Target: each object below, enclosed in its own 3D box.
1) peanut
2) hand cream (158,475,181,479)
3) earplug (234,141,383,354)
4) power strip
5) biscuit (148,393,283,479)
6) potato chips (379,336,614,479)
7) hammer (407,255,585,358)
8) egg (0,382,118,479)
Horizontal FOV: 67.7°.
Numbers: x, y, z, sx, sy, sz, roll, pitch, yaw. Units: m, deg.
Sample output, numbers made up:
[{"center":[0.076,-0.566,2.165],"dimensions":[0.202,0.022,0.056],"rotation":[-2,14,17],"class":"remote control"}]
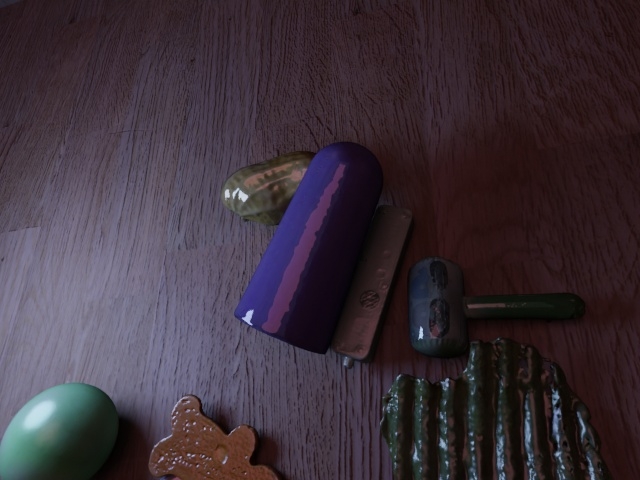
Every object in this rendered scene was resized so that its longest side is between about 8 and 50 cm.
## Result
[{"center":[-0.087,-0.139,1.211],"dimensions":[0.340,0.158,0.174],"rotation":[-19,44,8],"class":"peanut"},{"center":[-0.331,0.545,1.043],"dimensions":[0.174,0.047,0.076],"rotation":[-24,60,-3],"class":"hand cream"},{"center":[0.000,0.000,1.039],"dimensions":[0.215,0.215,0.456],"rotation":[20,83,27],"class":"earplug"},{"center":[0.120,0.101,1.074],"dimensions":[0.091,0.062,0.385],"rotation":[12,70,24],"class":"power strip"},{"center":[-0.212,0.484,1.015],"dimensions":[0.324,0.049,0.205],"rotation":[20,73,22],"class":"biscuit"},{"center":[0.311,0.386,0.844],"dimensions":[0.373,0.097,0.389],"rotation":[-25,62,7],"class":"potato chips"},{"center":[0.345,0.133,0.957],"dimensions":[0.336,0.119,0.206],"rotation":[-2,65,12],"class":"hammer"},{"center":[-0.587,0.450,1.074],"dimensions":[0.270,0.220,0.220],"rotation":[-45,59,-3],"class":"egg"}]
